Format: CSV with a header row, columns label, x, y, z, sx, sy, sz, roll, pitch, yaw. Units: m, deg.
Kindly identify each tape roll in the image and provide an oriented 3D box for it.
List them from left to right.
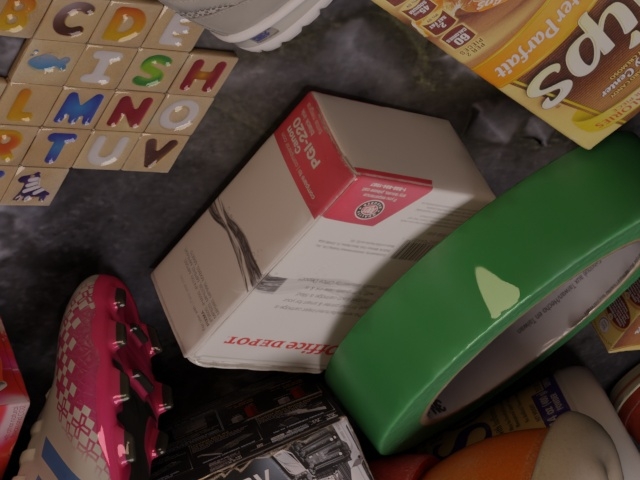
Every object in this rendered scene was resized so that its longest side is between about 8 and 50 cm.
label,x,y,z,sx,sy,sz,roll,pitch,yaw
tape roll,0.152,0.045,1.510,0.321,0.077,0.321,-35,164,-11

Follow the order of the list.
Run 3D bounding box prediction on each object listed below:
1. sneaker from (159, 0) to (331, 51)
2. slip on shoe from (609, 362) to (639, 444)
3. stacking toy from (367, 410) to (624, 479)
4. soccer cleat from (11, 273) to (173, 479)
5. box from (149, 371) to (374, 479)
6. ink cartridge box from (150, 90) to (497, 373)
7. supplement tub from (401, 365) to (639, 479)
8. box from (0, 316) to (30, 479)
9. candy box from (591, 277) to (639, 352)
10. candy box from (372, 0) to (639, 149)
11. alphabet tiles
label,x,y,z,sx,sy,sz,roll,pitch,yaw
sneaker,-0.003,-0.214,1.091,0.115,0.105,0.281,8,135,-42
slip on shoe,0.441,0.109,1.885,0.331,0.101,0.123,-40,144,19
stacking toy,0.011,0.302,1.602,0.479,0.351,0.350,4,154,18
soccer cleat,-0.183,0.178,1.354,0.143,0.331,0.116,-14,150,12
box,-0.123,0.208,1.527,0.307,0.077,0.242,-23,-171,-6
ink cartridge box,0.000,0.000,1.420,0.158,0.092,0.218,8,133,-44
supplement tub,0.168,0.295,1.831,0.331,0.241,0.241,-29,148,4
box,-0.314,0.152,1.389,0.128,0.123,0.257,-5,143,-29
candy box,0.339,0.027,1.737,0.109,0.053,0.187,-3,140,-32
candy box,0.163,-0.190,1.261,0.183,0.088,0.316,-38,146,19
alphabet tiles,-0.178,-0.090,1.242,0.237,0.009,0.198,2,139,-36
